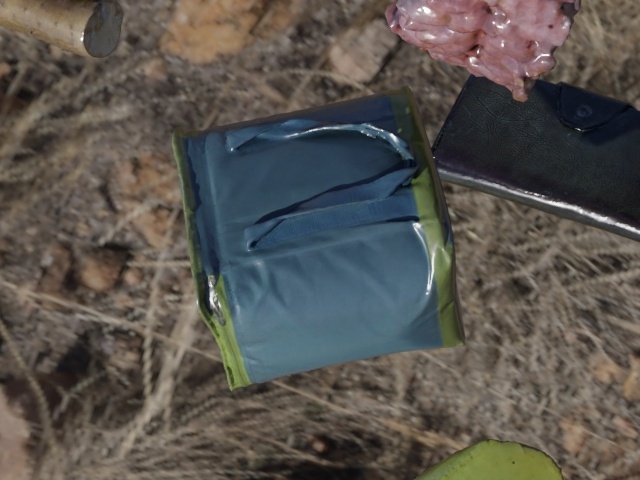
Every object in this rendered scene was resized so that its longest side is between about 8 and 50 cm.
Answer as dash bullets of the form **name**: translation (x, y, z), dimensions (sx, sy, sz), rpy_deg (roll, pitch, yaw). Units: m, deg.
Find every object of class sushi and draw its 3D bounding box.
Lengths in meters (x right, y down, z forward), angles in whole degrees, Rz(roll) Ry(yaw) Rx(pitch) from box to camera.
- **sushi**: translation (0.158, -0.266, 1.231), dimensions (0.171, 0.236, 0.270), rpy_deg (16, 65, 0)

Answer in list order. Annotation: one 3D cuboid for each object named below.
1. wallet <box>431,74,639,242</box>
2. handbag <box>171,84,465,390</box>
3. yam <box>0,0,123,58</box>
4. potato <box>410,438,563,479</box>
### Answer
- **wallet**: translation (0.299, -0.108, 1.688), dimensions (0.318, 0.045, 0.172), rpy_deg (21, 73, 26)
- **handbag**: translation (0.000, 0.000, 1.338), dimensions (0.241, 0.222, 0.263), rpy_deg (-11, 53, 1)
- **yam**: translation (-0.143, -0.111, 0.614), dimensions (0.145, 0.032, 0.032), rpy_deg (25, 87, 34)
- **potato**: translation (0.148, 0.260, 1.393), dimensions (0.054, 0.198, 0.119), rpy_deg (4, 111, 67)
